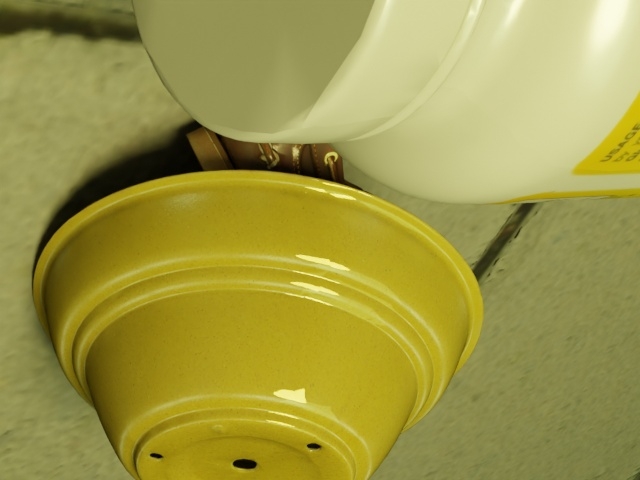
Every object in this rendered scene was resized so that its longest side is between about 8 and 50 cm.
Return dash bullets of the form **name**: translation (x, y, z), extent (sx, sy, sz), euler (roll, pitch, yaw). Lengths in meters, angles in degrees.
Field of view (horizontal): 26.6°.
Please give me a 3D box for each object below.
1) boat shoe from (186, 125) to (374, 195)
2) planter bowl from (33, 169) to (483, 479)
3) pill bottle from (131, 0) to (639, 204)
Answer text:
- **boat shoe**: translation (0.000, 0.000, 0.680), extent (0.073, 0.073, 0.207), euler (-30, 148, -5)
- **planter bowl**: translation (-0.032, 0.070, 0.630), extent (0.217, 0.090, 0.217), euler (2, 141, 2)
- **pill bottle**: translation (0.102, -0.110, 0.530), extent (0.334, 0.188, 0.188), euler (-4, 135, -41)
